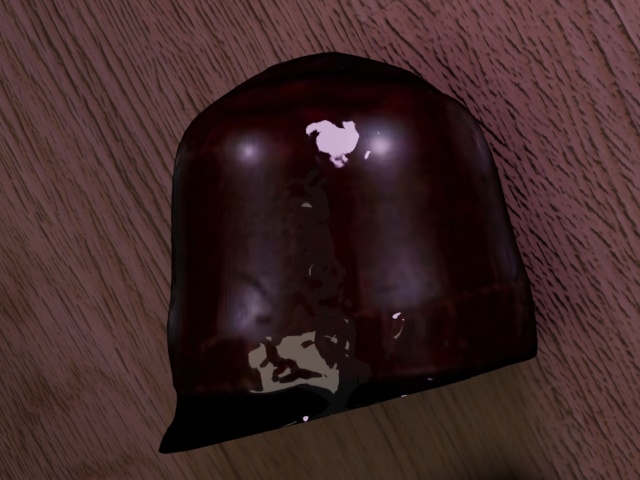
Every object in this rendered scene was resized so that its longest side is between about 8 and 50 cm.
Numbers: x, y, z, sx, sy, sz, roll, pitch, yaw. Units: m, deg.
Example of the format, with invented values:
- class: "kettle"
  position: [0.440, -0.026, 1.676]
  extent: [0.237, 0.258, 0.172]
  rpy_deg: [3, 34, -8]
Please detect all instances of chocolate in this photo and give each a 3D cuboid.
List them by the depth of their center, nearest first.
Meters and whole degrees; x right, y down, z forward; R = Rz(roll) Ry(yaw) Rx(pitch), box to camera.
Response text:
- class: "chocolate"
  position: [0.000, 0.000, 1.416]
  extent: [0.383, 0.383, 0.331]
  rpy_deg: [-19, 86, 35]
